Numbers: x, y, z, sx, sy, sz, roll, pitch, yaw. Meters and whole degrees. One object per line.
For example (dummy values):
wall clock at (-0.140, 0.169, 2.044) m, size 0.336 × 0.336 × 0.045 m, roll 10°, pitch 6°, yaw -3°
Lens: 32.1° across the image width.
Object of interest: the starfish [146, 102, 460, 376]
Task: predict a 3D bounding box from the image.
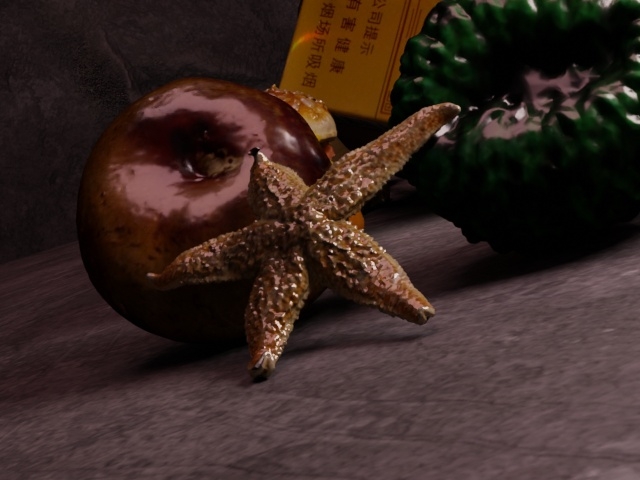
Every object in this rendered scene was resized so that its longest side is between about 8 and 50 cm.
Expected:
starfish at (0.002, 0.004, 0.876) m, size 0.295 × 0.048 × 0.231 m, roll -30°, pitch 49°, yaw 4°

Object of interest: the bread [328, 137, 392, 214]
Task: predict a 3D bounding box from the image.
bread at (0.032, -0.064, 1.802) m, size 0.140 × 0.169 × 0.160 m, roll -20°, pitch 48°, yaw -20°

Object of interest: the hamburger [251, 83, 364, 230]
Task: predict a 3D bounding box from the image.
hamburger at (-0.089, -0.065, 1.370) m, size 0.291 × 0.225 × 0.291 m, roll -17°, pitch 3°, yaw 1°

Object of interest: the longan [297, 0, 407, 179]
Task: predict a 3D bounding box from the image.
longan at (0.170, -0.286, 1.696) m, size 0.404 × 0.436 × 0.404 m, roll -42°, pitch -18°, yaw -17°

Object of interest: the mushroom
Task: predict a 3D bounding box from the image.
mushroom at (-0.097, -0.007, 1.051) m, size 0.267 × 0.254 × 0.267 m, roll -10°, pitch 29°, yaw 5°

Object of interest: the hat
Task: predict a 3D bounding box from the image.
hat at (0.233, -0.096, 1.015) m, size 0.274 × 0.242 × 0.332 m, roll -2°, pitch -12°, yaw 27°

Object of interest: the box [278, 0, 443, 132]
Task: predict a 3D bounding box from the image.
box at (0.175, -0.253, 1.405) m, size 0.415 × 0.264 × 0.116 m, roll 15°, pitch -2°, yaw 25°
